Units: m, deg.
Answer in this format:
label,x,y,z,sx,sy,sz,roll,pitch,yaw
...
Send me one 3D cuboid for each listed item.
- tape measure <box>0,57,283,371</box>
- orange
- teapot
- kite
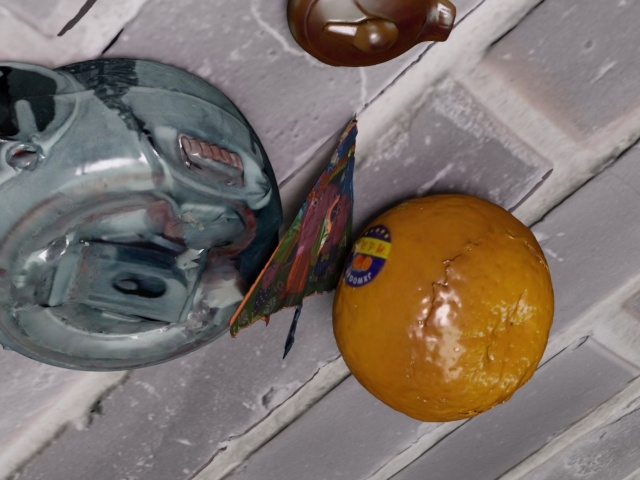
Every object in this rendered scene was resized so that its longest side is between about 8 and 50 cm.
label,x,y,z,sx,sy,sz,roll,pitch,yaw
tape measure,-0.165,-0.010,0.717,0.275,0.147,0.256,1,134,-23
orange,0.116,0.063,0.878,0.219,0.193,0.219,0,91,-23
teapot,0.039,-0.170,0.691,0.129,0.078,0.098,-2,134,-23
kite,0.000,0.000,0.803,0.321,0.016,0.234,-15,124,-73
